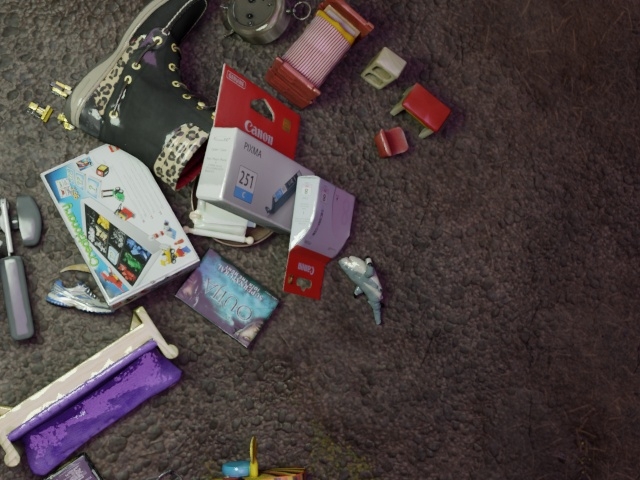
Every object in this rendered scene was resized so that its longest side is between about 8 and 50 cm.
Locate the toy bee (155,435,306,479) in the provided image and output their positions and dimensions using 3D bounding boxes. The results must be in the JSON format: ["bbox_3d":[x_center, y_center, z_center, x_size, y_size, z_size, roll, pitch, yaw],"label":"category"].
[{"bbox_3d":[-0.158,0.506,1.718,0.298,0.162,0.195,-23,94,-16],"label":"toy bee"}]

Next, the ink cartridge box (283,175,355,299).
[{"bbox_3d":[0.000,0.000,1.794,0.066,0.189,0.232,0,81,24],"label":"ink cartridge box"}]

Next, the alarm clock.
[{"bbox_3d":[-0.111,-0.478,1.817,0.192,0.064,0.129,3,80,16],"label":"alarm clock"}]

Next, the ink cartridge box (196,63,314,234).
[{"bbox_3d":[-0.108,-0.168,1.700,0.066,0.296,0.261,6,81,30],"label":"ink cartridge box"}]

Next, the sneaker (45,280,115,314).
[{"bbox_3d":[-0.466,0.111,1.721,0.135,0.052,0.058,16,78,-14],"label":"sneaker"}]

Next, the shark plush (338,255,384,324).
[{"bbox_3d":[0.097,0.102,1.891,0.067,0.073,0.161,-22,113,3],"label":"shark plush"}]

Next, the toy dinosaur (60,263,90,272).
[{"bbox_3d":[-0.416,0.053,1.738,0.183,0.053,0.093,17,83,-13],"label":"toy dinosaur"}]

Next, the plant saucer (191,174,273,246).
[{"bbox_3d":[-0.173,-0.085,1.824,0.198,0.036,0.199,1,85,-16],"label":"plant saucer"}]

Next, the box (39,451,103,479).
[{"bbox_3d":[-0.503,0.542,1.677,0.220,0.051,0.175,-33,95,-15],"label":"box"}]

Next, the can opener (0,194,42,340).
[{"bbox_3d":[-0.578,0.051,1.682,0.093,0.074,0.280,-5,87,-16],"label":"can opener"}]

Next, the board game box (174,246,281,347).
[{"bbox_3d":[-0.192,0.118,1.808,0.186,0.026,0.126,37,77,-10],"label":"board game box"}]

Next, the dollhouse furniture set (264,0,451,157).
[{"bbox_3d":[0.091,-0.321,1.853,0.374,0.152,0.201,37,77,-10],"label":"dollhouse furniture set"}]

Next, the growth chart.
[{"bbox_3d":[-0.173,-0.108,1.795,0.172,0.021,0.237,15,82,-14],"label":"growth chart"}]

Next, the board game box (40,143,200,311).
[{"bbox_3d":[-0.391,-0.039,1.707,0.193,0.053,0.305,-27,76,-15],"label":"board game box"}]

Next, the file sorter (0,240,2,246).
[{"bbox_3d":[-0.757,0.053,1.557,0.277,0.193,0.173,26,114,-12],"label":"file sorter"}]

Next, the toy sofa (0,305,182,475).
[{"bbox_3d":[-0.440,0.291,1.663,0.362,0.150,0.177,-34,94,-15],"label":"toy sofa"}]

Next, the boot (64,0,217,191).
[{"bbox_3d":[-0.280,-0.301,1.711,0.284,0.138,0.377,37,75,12],"label":"boot"}]

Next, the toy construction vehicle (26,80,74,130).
[{"bbox_3d":[-0.523,-0.271,1.742,0.098,0.035,0.086,30,79,-11],"label":"toy construction vehicle"}]
